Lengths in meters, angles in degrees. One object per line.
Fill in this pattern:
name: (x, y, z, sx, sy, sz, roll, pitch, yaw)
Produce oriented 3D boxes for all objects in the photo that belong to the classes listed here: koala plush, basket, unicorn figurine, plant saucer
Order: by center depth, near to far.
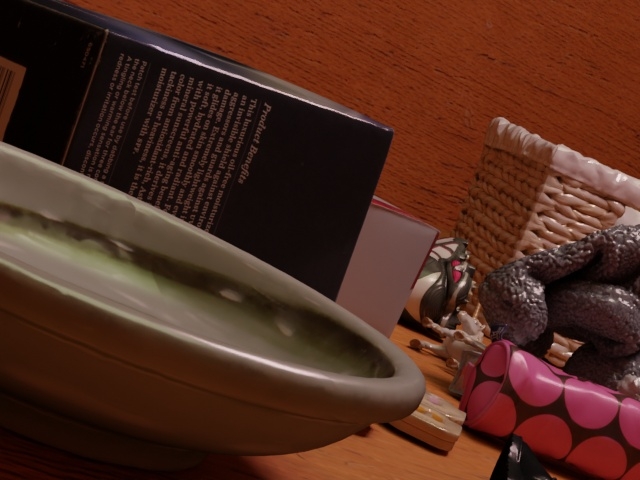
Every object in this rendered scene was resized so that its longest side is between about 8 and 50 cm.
plant saucer: (-0.140, 0.036, 0.942, 0.400, 0.101, 0.400, 24, 5, -2)
koala plush: (0.283, 0.113, 1.660, 0.196, 0.203, 0.221, 51, 17, -75)
unicorn figurine: (0.152, 0.110, 1.781, 0.111, 0.060, 0.162, 21, 23, -38)
basket: (0.358, 0.027, 2.325, 0.328, 0.266, 0.331, 23, 6, -13)

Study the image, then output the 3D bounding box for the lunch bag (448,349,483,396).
lunch bag: (0.172, 0.138, 1.581, 0.083, 0.053, 0.071, 17, -4, 44)

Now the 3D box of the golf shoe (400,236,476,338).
golf shoe: (0.112, 0.038, 2.024, 0.120, 0.105, 0.273, 17, 5, -1)

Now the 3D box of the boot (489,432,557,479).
boot: (0.168, 0.182, 1.190, 0.099, 0.045, 0.121, 22, 13, 0)

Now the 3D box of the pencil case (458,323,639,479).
pencil case: (0.223, 0.155, 1.474, 0.209, 0.095, 0.098, 26, -10, -12)

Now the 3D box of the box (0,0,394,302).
box: (-0.155, -0.081, 1.401, 0.294, 0.183, 0.296, 16, 6, -41)

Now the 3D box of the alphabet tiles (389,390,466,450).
alphabet tiles: (-0.018, 0.091, 1.360, 0.284, 0.021, 0.278, 25, 6, 5)

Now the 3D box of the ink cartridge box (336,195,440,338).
ink cartridge box: (0.000, 0.000, 1.734, 0.176, 0.128, 0.127, 30, 8, 42)
